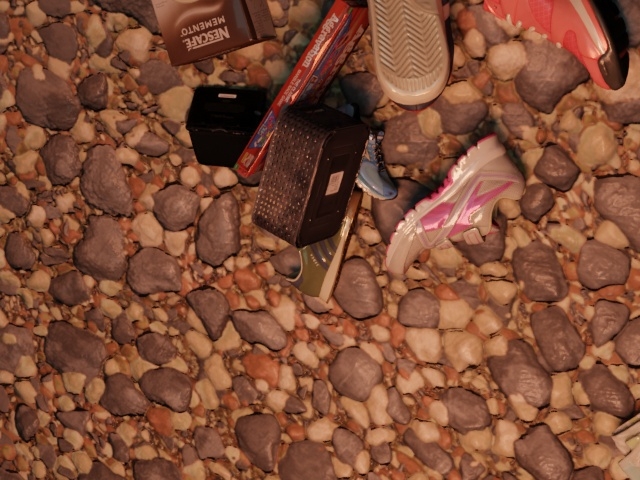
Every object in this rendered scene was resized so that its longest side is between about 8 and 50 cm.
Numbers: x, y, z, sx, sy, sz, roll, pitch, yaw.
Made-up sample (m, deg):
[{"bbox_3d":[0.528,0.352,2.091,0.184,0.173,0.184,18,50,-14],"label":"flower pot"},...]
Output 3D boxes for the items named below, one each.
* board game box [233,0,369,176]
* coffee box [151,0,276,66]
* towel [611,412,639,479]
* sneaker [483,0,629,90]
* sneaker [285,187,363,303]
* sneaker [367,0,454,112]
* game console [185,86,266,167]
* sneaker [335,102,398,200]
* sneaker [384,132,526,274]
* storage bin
[{"bbox_3d":[-0.019,-0.219,1.331,0.027,0.145,0.281,37,113,6],"label":"board game box"},{"bbox_3d":[-0.174,-0.394,1.360,0.141,0.098,0.246,-13,100,21],"label":"coffee box"},{"bbox_3d":[0.642,0.312,1.285,0.374,0.090,0.320,43,113,3],"label":"towel"},{"bbox_3d":[0.292,-0.320,1.236,0.136,0.116,0.314,-33,85,33],"label":"sneaker"},{"bbox_3d":[0.000,0.000,1.425,0.086,0.064,0.192,19,113,7],"label":"sneaker"},{"bbox_3d":[0.118,-0.342,1.274,0.131,0.148,0.350,1,82,8],"label":"sneaker"},{"bbox_3d":[-0.140,-0.174,1.452,0.122,0.071,0.107,7,76,20],"label":"game console"},{"bbox_3d":[0.069,-0.131,1.371,0.073,0.063,0.162,-33,92,20],"label":"sneaker"},{"bbox_3d":[0.193,-0.030,1.334,0.111,0.103,0.252,44,114,5],"label":"sneaker"},{"bbox_3d":[-0.013,-0.092,1.314,0.084,0.122,0.180,30,117,26],"label":"storage bin"}]
